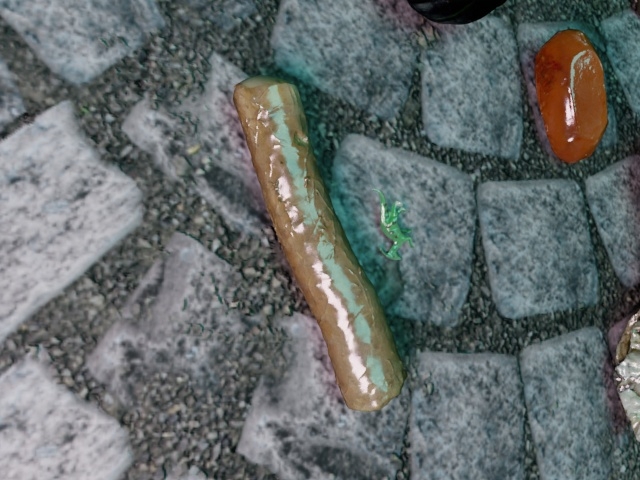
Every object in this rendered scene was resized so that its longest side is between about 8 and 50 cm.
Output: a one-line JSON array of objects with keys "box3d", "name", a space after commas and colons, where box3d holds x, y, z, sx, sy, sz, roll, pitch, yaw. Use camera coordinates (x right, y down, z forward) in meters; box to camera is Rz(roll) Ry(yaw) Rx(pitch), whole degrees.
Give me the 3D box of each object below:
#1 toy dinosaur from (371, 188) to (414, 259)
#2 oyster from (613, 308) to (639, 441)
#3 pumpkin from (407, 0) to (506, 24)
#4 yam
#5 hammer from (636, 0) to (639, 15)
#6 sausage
[{"box3d": [0.076, -0.016, 0.795, 0.083, 0.021, 0.062, 31, 81, -22], "name": "toy dinosaur"}, {"box3d": [0.512, 0.114, 0.909, 0.162, 0.158, 0.351, 38, 94, -3], "name": "oyster"}, {"box3d": [0.153, -0.359, 0.827, 0.202, 0.140, 0.202, 5, 83, -43], "name": "pumpkin"}, {"box3d": [0.000, 0.000, 0.719, 0.081, 0.081, 0.356, -22, 94, -30], "name": "yam"}, {"box3d": [0.570, -0.555, 1.139, 0.168, 0.044, 0.440, 23, 71, -25], "name": "hammer"}, {"box3d": [0.336, -0.191, 0.930, 0.089, 0.089, 0.179, -20, 101, -30], "name": "sausage"}]
